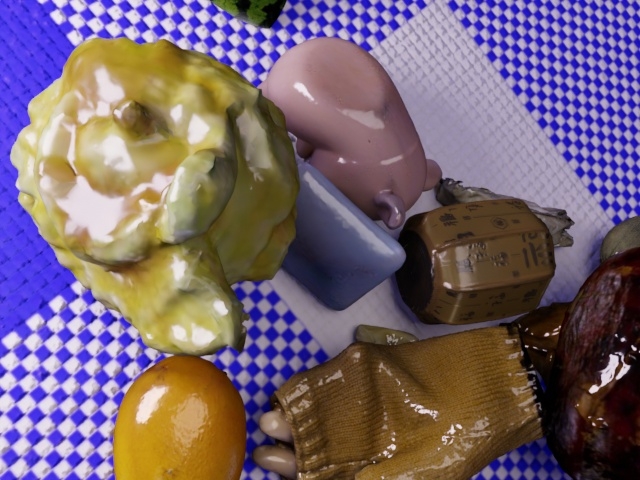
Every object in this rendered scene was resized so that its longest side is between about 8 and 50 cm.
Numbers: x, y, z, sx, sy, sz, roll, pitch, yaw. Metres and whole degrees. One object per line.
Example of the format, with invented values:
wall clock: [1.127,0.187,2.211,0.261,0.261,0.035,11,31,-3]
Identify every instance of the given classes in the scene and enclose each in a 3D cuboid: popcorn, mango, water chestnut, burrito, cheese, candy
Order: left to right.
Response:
popcorn: [-0.157,-0.056,0.944,0.335,0.274,0.279,29,45,14]
mango: [-0.154,0.233,0.970,0.144,0.112,0.220,13,84,-22]
candy: [0.000,0.000,1.082,0.174,0.138,0.071,42,40,-9]
cheese: [0.085,0.126,1.140,0.083,0.044,0.030,12,89,-24]
burrito: [0.262,-0.039,1.254,0.229,0.063,0.058,21,41,-18]
water chestnut: [0.389,0.163,1.157,0.335,0.346,0.336,-19,115,-50]

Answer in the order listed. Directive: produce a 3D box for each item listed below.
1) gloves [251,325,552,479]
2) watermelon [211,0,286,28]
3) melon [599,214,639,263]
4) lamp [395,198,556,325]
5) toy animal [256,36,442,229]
gloves: [0.095,0.211,1.055,0.356,0.155,0.203,-11,63,-12]
watermelon: [-0.096,-0.359,1.141,0.137,0.192,0.146,21,63,-67]
melon: [0.462,0.013,1.313,0.130,0.098,0.098,-17,85,-27]
lamp: [0.194,0.027,1.152,0.185,0.161,0.161,-5,79,-24]
toy animal: [0.039,-0.136,1.122,0.166,0.154,0.250,-43,100,-35]
